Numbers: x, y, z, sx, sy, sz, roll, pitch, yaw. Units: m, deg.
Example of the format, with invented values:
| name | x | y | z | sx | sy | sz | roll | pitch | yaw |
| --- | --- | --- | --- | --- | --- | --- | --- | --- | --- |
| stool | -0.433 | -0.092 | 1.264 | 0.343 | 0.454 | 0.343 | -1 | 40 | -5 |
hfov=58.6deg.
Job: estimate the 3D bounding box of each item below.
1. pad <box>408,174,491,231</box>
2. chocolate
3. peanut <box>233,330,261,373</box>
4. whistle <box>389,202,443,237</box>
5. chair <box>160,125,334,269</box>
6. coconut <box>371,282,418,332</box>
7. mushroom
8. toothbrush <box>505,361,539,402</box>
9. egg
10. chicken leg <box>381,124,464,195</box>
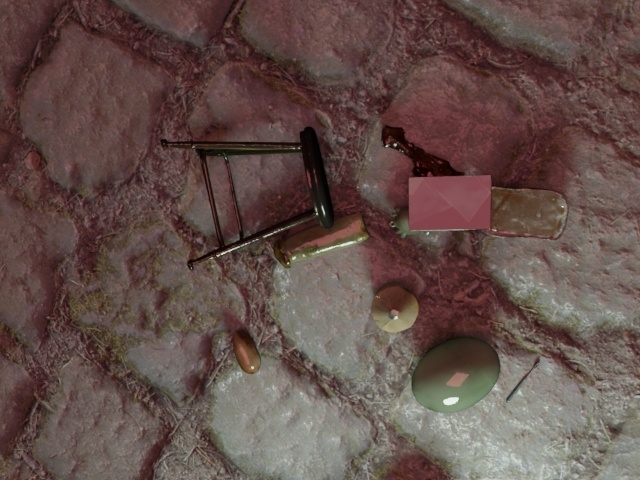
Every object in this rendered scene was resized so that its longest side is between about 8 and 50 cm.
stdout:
| name | x | y | z | sx | sy | sz | roll | pitch | yaw |
| --- | --- | --- | --- | --- | --- | --- | --- | --- | --- |
| pad | 0.381 | -0.110 | 1.683 | 0.242 | 0.004 | 0.164 | -1 | 97 | 8 |
| chocolate | 0.602 | -0.090 | 1.709 | 0.253 | 0.080 | 0.157 | 6 | 110 | 9 |
| peanut | -0.246 | 0.370 | 1.887 | 0.076 | 0.076 | 0.152 | -22 | 88 | 10 |
| whistle | 0.330 | -0.074 | 1.745 | 0.244 | 0.092 | 0.110 | -13 | 92 | 11 |
| chair | -0.185 | -0.150 | 1.697 | 0.409 | 0.362 | 0.365 | -12 | 94 | 4 |
| coconut | 0.229 | 0.207 | 1.758 | 0.146 | 0.152 | 0.147 | 1 | 95 | 11 |
| mushroom | 0.000 | 0.000 | 1.812 | 0.311 | 0.081 | 0.100 | -20 | 98 | 6 |
| toothbrush | 0.636 | 0.447 | 1.792 | 0.011 | 0.014 | 0.167 | 38 | 101 | 20 |
| egg | 0.409 | 0.407 | 1.727 | 0.282 | 0.203 | 0.203 | -29 | 91 | 9 |
| chicken leg | 0.305 | -0.246 | 1.741 | 0.113 | 0.093 | 0.304 | -45 | 80 | -7 |
